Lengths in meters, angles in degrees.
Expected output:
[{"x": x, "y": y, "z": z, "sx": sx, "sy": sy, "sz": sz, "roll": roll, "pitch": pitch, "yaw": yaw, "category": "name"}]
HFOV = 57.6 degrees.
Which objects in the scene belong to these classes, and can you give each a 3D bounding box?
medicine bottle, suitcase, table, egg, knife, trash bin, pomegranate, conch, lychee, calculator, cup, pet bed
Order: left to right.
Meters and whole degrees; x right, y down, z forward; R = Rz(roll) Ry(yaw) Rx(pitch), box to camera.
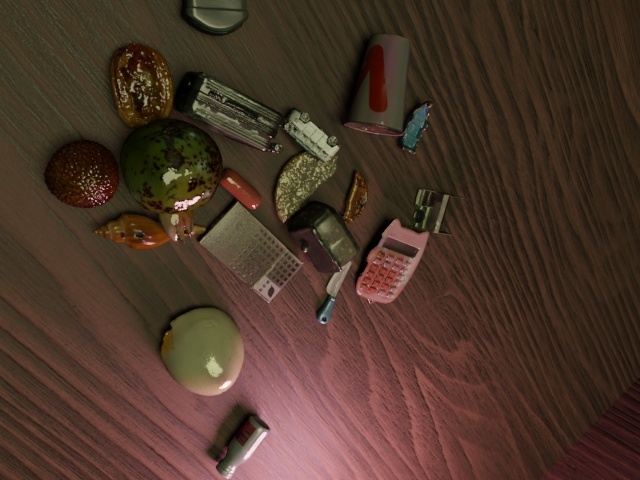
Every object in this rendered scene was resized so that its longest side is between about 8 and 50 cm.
[{"x": -0.619, "y": -0.172, "z": 1.535, "sx": 0.194, "sy": 0.194, "sz": 0.194, "roll": -8, "pitch": 109, "yaw": -24, "category": "lychee"}, {"x": -0.490, "y": -0.022, "z": 1.694, "sx": 0.330, "sy": 0.093, "sz": 0.109, "roll": 2, "pitch": 98, "yaw": -28, "category": "conch"}, {"x": -0.402, "y": -0.155, "z": 1.606, "sx": 0.285, "sy": 0.285, "sz": 0.340, "roll": -12, "pitch": 127, "yaw": -23, "category": "pomegranate"}, {"x": -0.352, "y": 0.359, "z": 1.835, "sx": 0.264, "sy": 0.174, "sz": 0.286, "roll": -23, "pitch": 111, "yaw": -22, "category": "egg"}, {"x": -0.291, "y": -0.685, "z": 1.589, "sx": 0.177, "sy": 0.101, "sz": 0.236, "roll": -5, "pitch": 105, "yaw": -23, "category": "trash bin"}, {"x": -0.253, "y": -0.357, "z": 1.645, "sx": 0.312, "sy": 0.202, "sz": 0.128, "roll": 24, "pitch": 94, "yaw": -31, "category": "suitcase"}, {"x": -0.273, "y": 0.722, "z": 2.030, "sx": 0.090, "sy": 0.090, "sz": 0.216, "roll": 40, "pitch": 87, "yaw": -30, "category": "medicine bottle"}, {"x": 0.000, "y": 0.000, "z": 1.889, "sx": 0.159, "sy": 0.183, "sz": 0.211, "roll": -41, "pitch": 120, "yaw": -15, "category": "pet bed"}, {"x": 0.045, "y": 0.178, "z": 2.059, "sx": 0.058, "sy": 0.032, "sz": 0.244, "roll": 21, "pitch": 91, "yaw": -21, "category": "knife"}, {"x": 0.193, "y": -0.491, "z": 1.846, "sx": 0.203, "sy": 0.203, "sz": 0.288, "roll": 9, "pitch": 95, "yaw": -28, "category": "cup"}, {"x": 0.249, "y": 0.083, "z": 2.112, "sx": 0.220, "sy": 0.048, "sz": 0.329, "roll": 20, "pitch": 102, "yaw": -31, "category": "calculator"}, {"x": 0.426, "y": -0.104, "z": 2.139, "sx": 0.175, "sy": 0.062, "sz": 0.146, "roll": 7, "pitch": 102, "yaw": -31, "category": "table"}]

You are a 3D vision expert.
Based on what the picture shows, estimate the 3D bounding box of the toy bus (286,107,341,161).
[{"x": -0.031, "y": -0.326, "z": 1.815, "sx": 0.194, "sy": 0.087, "sz": 0.089, "roll": 39, "pitch": 91, "yaw": -15, "category": "toy bus"}]

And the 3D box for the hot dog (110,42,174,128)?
[{"x": -0.483, "y": -0.417, "z": 1.576, "sx": 0.160, "sy": 0.099, "sz": 0.227, "roll": -16, "pitch": 109, "yaw": -15, "category": "hot dog"}]

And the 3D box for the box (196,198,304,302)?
[{"x": -0.220, "y": 0.037, "z": 1.872, "sx": 0.180, "sy": 0.047, "sz": 0.325, "roll": -48, "pitch": 119, "yaw": -5, "category": "box"}]

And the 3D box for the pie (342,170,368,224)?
[{"x": 0.123, "y": -0.138, "z": 1.995, "sx": 0.088, "sy": 0.033, "sz": 0.191, "roll": 14, "pitch": 93, "yaw": -36, "category": "pie"}]

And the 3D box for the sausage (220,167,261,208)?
[{"x": -0.245, "y": -0.157, "z": 1.790, "sx": 0.062, "sy": 0.062, "sz": 0.154, "roll": -50, "pitch": 120, "yaw": -5, "category": "sausage"}]

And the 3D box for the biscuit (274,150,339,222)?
[{"x": -0.062, "y": -0.204, "z": 1.880, "sx": 0.290, "sy": 0.038, "sz": 0.141, "roll": -45, "pitch": 119, "yaw": -9, "category": "biscuit"}]

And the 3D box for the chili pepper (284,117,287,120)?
[{"x": -0.131, "y": -0.348, "z": 1.785, "sx": 0.030, "sy": 0.091, "sz": 0.034, "roll": -12, "pitch": 74, "yaw": -44, "category": "chili pepper"}]

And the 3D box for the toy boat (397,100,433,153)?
[{"x": 0.332, "y": -0.390, "z": 1.994, "sx": 0.075, "sy": 0.077, "sz": 0.185, "roll": 20, "pitch": 96, "yaw": -29, "category": "toy boat"}]
